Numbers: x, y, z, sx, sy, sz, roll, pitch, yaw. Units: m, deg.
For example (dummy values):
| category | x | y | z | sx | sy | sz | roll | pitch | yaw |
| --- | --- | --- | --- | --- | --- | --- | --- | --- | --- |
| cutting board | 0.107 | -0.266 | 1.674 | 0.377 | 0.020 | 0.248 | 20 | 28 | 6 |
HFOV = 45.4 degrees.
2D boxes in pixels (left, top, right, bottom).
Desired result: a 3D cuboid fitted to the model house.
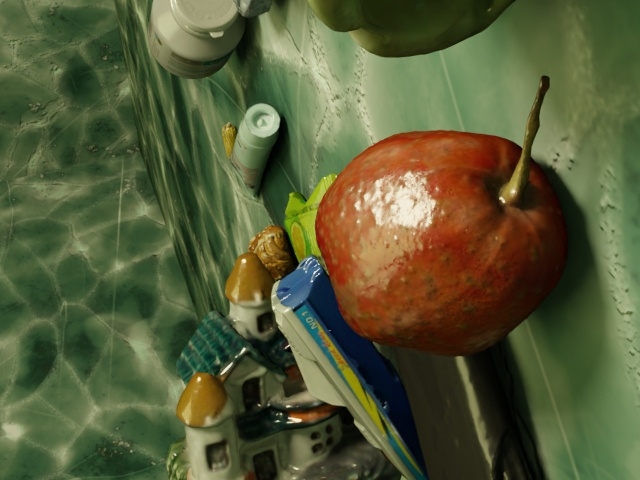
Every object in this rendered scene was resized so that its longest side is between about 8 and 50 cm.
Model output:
| category | x | y | z | sx | sy | sz | roll | pitch | yaw |
| --- | --- | --- | --- | --- | --- | --- | --- | --- | --- |
| model house | -0.055 | 0.166 | 0.896 | 0.190 | 0.271 | 0.300 | -146 | 44 | -59 |

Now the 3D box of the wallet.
| category | x | y | z | sx | sy | sz | roll | pitch | yaw |
| --- | --- | --- | --- | --- | --- | --- | --- | --- | --- |
| wallet | 0.109 | 0.115 | 0.687 | 0.197 | 0.051 | 0.377 | 129 | 125 | -74 |

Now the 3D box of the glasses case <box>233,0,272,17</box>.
| category | x | y | z | sx | sy | sz | roll | pitch | yaw |
| --- | --- | --- | --- | --- | --- | --- | --- | --- | --- |
| glasses case | -0.113 | -0.409 | 0.938 | 0.109 | 0.067 | 0.282 | 128 | 127 | -73 |

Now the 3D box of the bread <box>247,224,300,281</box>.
| category | x | y | z | sx | sy | sz | roll | pitch | yaw |
| --- | --- | --- | --- | --- | --- | --- | --- | --- | --- |
| bread | -0.056 | 0.043 | 1.033 | 0.233 | 0.076 | 0.105 | 69 | -168 | -61 |

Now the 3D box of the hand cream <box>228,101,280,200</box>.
| category | x | y | z | sx | sy | sz | roll | pitch | yaw |
| --- | --- | --- | --- | --- | --- | --- | --- | --- | --- |
| hand cream | -0.106 | -0.138 | 1.202 | 0.085 | 0.058 | 0.331 | 54 | 167 | 2 |

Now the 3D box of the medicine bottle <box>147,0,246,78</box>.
| category | x | y | z | sx | sy | sz | roll | pitch | yaw |
| --- | --- | --- | --- | --- | --- | --- | --- | --- | --- |
| medicine bottle | -0.178 | -0.321 | 1.115 | 0.215 | 0.135 | 0.135 | 176 | 80 | -74 |

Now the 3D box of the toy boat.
| category | x | y | z | sx | sy | sz | roll | pitch | yaw |
| --- | --- | --- | --- | --- | --- | --- | --- | --- | --- |
| toy boat | 0.045 | 0.163 | 0.812 | 0.295 | 0.088 | 0.129 | 56 | 179 | -13 |

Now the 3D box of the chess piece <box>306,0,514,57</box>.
| category | x | y | z | sx | sy | sz | roll | pitch | yaw |
| --- | --- | --- | --- | --- | --- | --- | --- | --- | --- |
| chess piece | -0.019 | -0.323 | 0.447 | 0.234 | 0.234 | 0.442 | 103 | 146 | -59 |

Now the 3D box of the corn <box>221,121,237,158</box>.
| category | x | y | z | sx | sy | sz | roll | pitch | yaw |
| --- | --- | --- | --- | --- | --- | --- | --- | --- | --- |
| corn | -0.163 | -0.178 | 1.392 | 0.028 | 0.027 | 0.083 | -98 | 2 | -52 |

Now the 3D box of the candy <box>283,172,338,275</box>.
| category | x | y | z | sx | sy | sz | roll | pitch | yaw |
| --- | --- | --- | --- | --- | --- | --- | --- | --- | --- |
| candy | 0.000 | 0.000 | 0.924 | 0.246 | 0.069 | 0.149 | 161 | 91 | -75 |

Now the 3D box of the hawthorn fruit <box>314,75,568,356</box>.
| category | x | y | z | sx | sy | sz | roll | pitch | yaw |
| --- | --- | --- | --- | --- | --- | --- | --- | --- | --- |
| hawthorn fruit | 0.093 | -0.008 | 0.497 | 0.203 | 0.163 | 0.162 | -27 | 78 | 56 |
